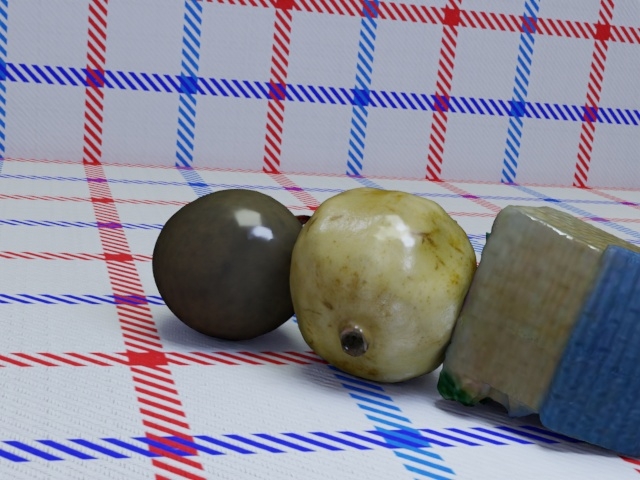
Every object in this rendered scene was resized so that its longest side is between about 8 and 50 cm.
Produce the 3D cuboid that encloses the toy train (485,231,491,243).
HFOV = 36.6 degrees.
[{"bbox_3d":[0.533,0.047,2.380,0.154,0.115,0.269,-12,20,-28],"label":"toy train"}]

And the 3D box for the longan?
[{"bbox_3d":[-0.159,0.042,1.749,0.297,0.297,0.297,5,13,-1],"label":"longan"}]

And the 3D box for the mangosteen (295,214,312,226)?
[{"bbox_3d":[-0.063,0.040,1.979,0.217,0.192,0.192,7,10,43],"label":"mangosteen"}]

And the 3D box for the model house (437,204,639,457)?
[{"bbox_3d":[0.447,0.146,1.517,0.342,0.334,0.382,27,18,33],"label":"model house"}]

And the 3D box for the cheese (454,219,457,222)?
[{"bbox_3d":[0.184,-0.013,2.453,0.329,0.129,0.217,-11,5,8],"label":"cheese"}]

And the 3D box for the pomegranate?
[{"bbox_3d":[0.097,0.076,1.607,0.332,0.332,0.332,5,13,-1],"label":"pomegranate"}]
